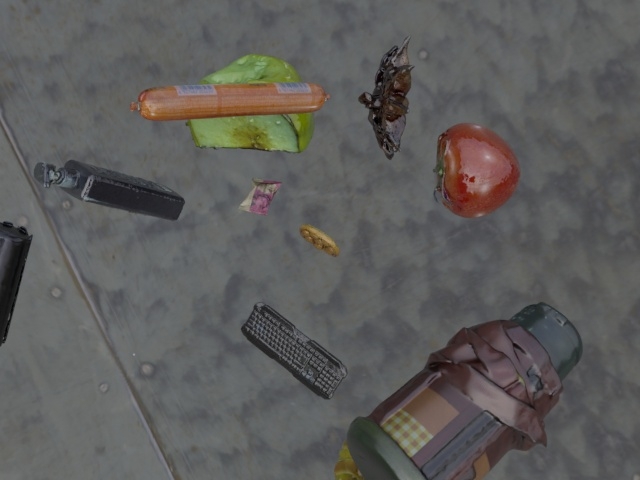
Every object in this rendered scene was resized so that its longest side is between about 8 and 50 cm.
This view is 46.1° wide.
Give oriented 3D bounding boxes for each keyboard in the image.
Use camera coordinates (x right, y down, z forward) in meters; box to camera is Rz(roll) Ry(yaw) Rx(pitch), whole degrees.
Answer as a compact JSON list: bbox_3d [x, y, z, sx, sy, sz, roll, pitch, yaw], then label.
[{"bbox_3d":[-0.061,0.246,1.687,0.262,0.016,0.106,36,109,13],"label":"keyboard"}]

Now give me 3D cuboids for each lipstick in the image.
[{"bbox_3d":[-0.465,0.170,0.984,0.077,0.077,0.419,19,104,-10],"label":"lipstick"}]

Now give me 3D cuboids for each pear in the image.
[{"bbox_3d":[-0.132,-0.316,1.640,0.292,0.292,0.159,-21,126,-16],"label":"pear"}]

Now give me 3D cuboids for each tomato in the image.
[{"bbox_3d":[0.274,-0.118,1.313,0.167,0.167,0.167,2,81,-14],"label":"tomato"}]

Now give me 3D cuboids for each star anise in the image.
[{"bbox_3d":[0.135,-0.305,1.600,0.102,0.272,0.272,3,81,-7],"label":"star anise"}]

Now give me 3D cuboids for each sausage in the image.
[{"bbox_3d":[-0.135,-0.224,1.201,0.347,0.053,0.053,-9,84,-30],"label":"sausage"}]

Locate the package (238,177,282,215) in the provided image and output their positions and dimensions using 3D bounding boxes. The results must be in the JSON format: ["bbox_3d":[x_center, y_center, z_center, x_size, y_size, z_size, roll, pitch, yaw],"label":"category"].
[{"bbox_3d":[-0.110,-0.083,1.379,0.059,0.029,0.083,10,54,15],"label":"package"}]

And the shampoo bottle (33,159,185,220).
[{"bbox_3d":[-0.412,-0.103,1.464,0.309,0.098,0.071,16,103,-52],"label":"shampoo bottle"}]

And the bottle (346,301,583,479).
[{"bbox_3d":[0.168,0.176,0.790,0.271,0.143,0.156,-35,136,-19],"label":"bottle"}]

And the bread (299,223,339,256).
[{"bbox_3d":[0.000,0.000,1.643,0.110,0.110,0.024,36,76,-6],"label":"bread"}]

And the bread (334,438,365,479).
[{"bbox_3d":[0.123,0.395,1.256,0.213,0.104,0.214,-5,79,26],"label":"bread"}]
